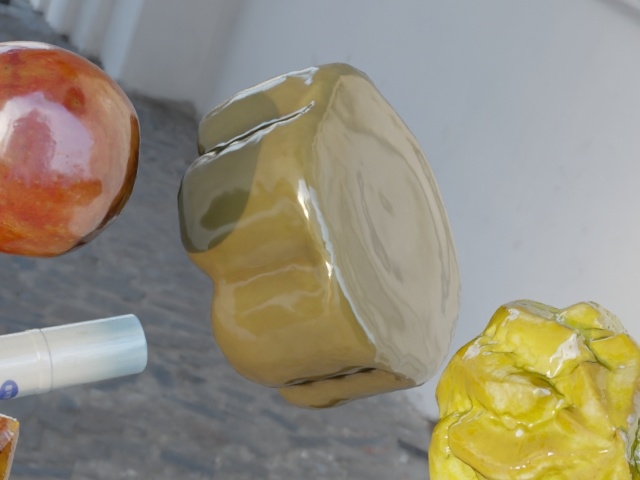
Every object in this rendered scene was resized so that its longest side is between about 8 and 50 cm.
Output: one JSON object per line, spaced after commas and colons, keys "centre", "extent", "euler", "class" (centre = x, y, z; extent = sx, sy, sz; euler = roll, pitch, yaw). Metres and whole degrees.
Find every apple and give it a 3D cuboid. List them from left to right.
{"centre": [-0.298, -0.091, 1.279], "extent": [0.230, 0.229, 0.230], "euler": [17, 22, -7], "class": "apple"}

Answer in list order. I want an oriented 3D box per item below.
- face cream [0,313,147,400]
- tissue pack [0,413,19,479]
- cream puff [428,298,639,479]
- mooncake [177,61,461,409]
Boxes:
{"centre": [-0.331, 0.141, 1.441], "extent": [0.250, 0.077, 0.077], "euler": [-10, 35, -29], "class": "face cream"}
{"centre": [-0.410, 0.295, 1.299], "extent": [0.092, 0.183, 0.226], "euler": [29, 57, -32], "class": "tissue pack"}
{"centre": [0.284, 0.210, 1.248], "extent": [0.324, 0.291, 0.257], "euler": [51, -26, -20], "class": "cream puff"}
{"centre": [0.000, 0.000, 1.707], "extent": [0.262, 0.466, 0.467], "euler": [-16, 9, 25], "class": "mooncake"}
